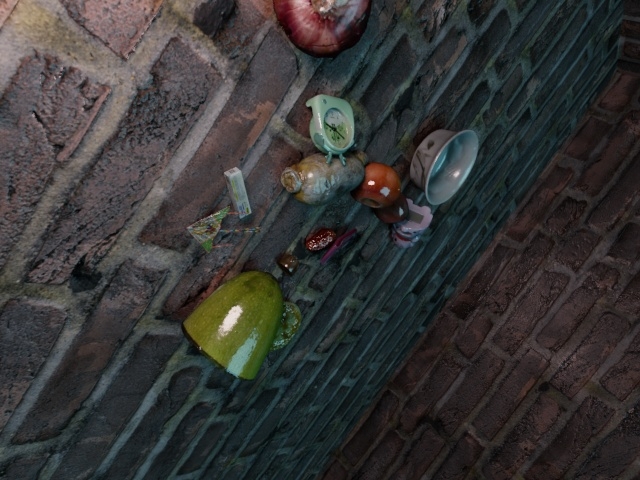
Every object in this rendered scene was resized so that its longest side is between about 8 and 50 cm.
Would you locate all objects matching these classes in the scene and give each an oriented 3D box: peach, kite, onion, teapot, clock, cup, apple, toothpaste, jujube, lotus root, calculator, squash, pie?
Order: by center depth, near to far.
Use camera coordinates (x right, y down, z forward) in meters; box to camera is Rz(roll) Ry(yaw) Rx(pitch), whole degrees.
[{"bbox_3d":[0.009,-0.586,0.981,0.219,0.252,0.252,-81,173,-54],"label":"onion"},{"bbox_3d":[-0.249,-0.142,1.216,0.046,0.034,0.164,-33,140,-25],"label":"toothpaste"},{"bbox_3d":[0.033,-0.337,1.248,0.159,0.066,0.210,-2,88,-43],"label":"clock"},{"bbox_3d":[-0.297,-0.027,1.253,0.245,0.006,0.198,2,128,-37],"label":"kite"},{"bbox_3d":[-0.243,0.252,1.347,0.308,0.310,0.310,-50,145,-5],"label":"squash"},{"bbox_3d":[0.035,-0.214,1.352,0.350,0.175,0.174,-24,136,-33],"label":"lotus root"},{"bbox_3d":[0.205,-0.213,1.515,0.201,0.201,0.162,31,72,-54],"label":"apple"},{"bbox_3d":[-0.115,0.090,1.538,0.068,0.076,0.121,-46,172,-23],"label":"teapot"},{"bbox_3d":[0.000,0.000,1.581,0.129,0.077,0.077,-28,138,-24],"label":"jujube"},{"bbox_3d":[0.073,0.018,1.653,0.190,0.034,0.126,-38,170,-48],"label":"calculator"},{"bbox_3d":[-0.204,0.371,1.687,0.303,0.067,0.302,-27,136,-30],"label":"pie"},{"bbox_3d":[0.314,-0.135,1.747,0.152,0.152,0.152,-29,138,-29],"label":"peach"},{"bbox_3d":[0.518,-0.344,1.771,0.347,0.163,0.347,-29,139,-29],"label":"cup"},{"bbox_3d":[0.416,-0.055,1.927,0.189,0.189,0.254,-38,155,-18],"label":"clock"}]

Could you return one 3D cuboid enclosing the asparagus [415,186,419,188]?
[{"bbox_3d":[0.510,-0.279,1.933,0.165,0.030,0.036,-28,149,-29],"label":"asparagus"}]
